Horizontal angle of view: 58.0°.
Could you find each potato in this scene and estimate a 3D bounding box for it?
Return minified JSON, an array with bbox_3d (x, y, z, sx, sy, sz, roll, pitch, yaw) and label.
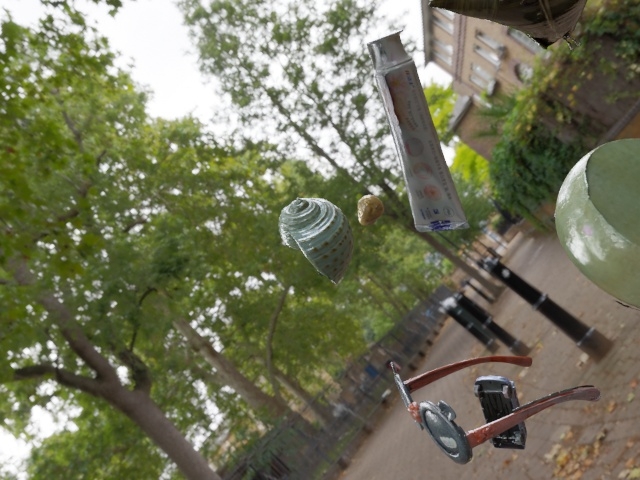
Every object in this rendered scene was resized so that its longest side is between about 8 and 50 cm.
[{"bbox_3d":[0.126,-0.076,1.489,0.083,0.068,0.062,104,-171,-55],"label":"potato"}]

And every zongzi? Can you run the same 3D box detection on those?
[{"bbox_3d":[0.287,-0.350,0.880,0.241,0.111,0.248,-14,-9,12],"label":"zongzi"}]

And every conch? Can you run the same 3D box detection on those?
[{"bbox_3d":[0.006,-0.009,1.216,0.131,0.172,0.200,-50,-55,-5],"label":"conch"}]

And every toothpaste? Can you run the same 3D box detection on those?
[{"bbox_3d":[0.149,-0.161,0.909,0.100,0.323,0.066,-4,23,42],"label":"toothpaste"}]

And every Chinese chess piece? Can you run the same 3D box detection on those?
[{"bbox_3d":[0.612,-0.031,1.058,0.349,0.349,0.146,-41,-24,-32],"label":"Chinese chess piece"}]

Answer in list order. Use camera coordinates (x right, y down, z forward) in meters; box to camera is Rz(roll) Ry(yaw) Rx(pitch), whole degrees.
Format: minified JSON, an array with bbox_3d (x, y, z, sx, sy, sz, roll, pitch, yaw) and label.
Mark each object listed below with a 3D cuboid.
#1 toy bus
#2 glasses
[{"bbox_3d":[0.377,0.348,1.198,0.073,0.167,0.076,-9,16,35],"label":"toy bus"},{"bbox_3d":[0.263,0.227,0.922,0.268,0.118,0.234,-22,8,-13],"label":"glasses"}]
